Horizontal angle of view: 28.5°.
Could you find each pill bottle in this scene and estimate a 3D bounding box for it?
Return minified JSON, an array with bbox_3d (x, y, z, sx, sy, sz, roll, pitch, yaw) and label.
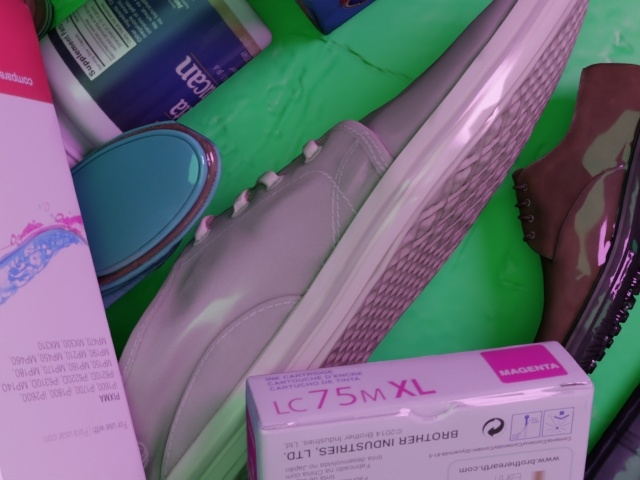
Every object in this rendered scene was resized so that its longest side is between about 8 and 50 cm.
[{"bbox_3d":[-0.123,-0.113,0.808,0.169,0.094,0.094,-38,87,3],"label":"pill bottle"}]

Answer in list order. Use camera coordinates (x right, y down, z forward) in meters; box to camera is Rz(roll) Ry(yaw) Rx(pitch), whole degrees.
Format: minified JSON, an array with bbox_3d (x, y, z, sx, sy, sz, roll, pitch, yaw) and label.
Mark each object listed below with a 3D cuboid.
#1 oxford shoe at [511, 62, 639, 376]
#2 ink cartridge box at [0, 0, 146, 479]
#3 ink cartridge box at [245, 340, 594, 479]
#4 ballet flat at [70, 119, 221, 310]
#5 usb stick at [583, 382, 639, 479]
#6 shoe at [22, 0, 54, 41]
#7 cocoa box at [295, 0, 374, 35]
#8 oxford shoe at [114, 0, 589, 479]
[{"bbox_3d":[0.163,-0.003,0.804,0.096,0.083,0.227,18,89,22],"label":"oxford shoe"},{"bbox_3d":[-0.253,0.031,0.724,0.226,0.131,0.306,-21,78,24],"label":"ink cartridge box"},{"bbox_3d":[0.052,0.213,0.745,0.185,0.065,0.311,-5,114,-11],"label":"ink cartridge box"},{"bbox_3d":[-0.151,0.010,0.806,0.247,0.087,0.083,-38,74,15],"label":"ballet flat"},{"bbox_3d":[0.250,0.092,0.803,0.077,0.045,0.278,36,91,5],"label":"usb stick"},{"bbox_3d":[-0.268,-0.173,0.825,0.177,0.081,0.064,17,90,4],"label":"shoe"},{"bbox_3d":[-0.013,-0.337,0.738,0.231,0.228,0.347,-35,87,3],"label":"cocoa box"},{"bbox_3d":[0.000,0.000,0.772,0.130,0.169,0.449,40,94,18],"label":"oxford shoe"}]
